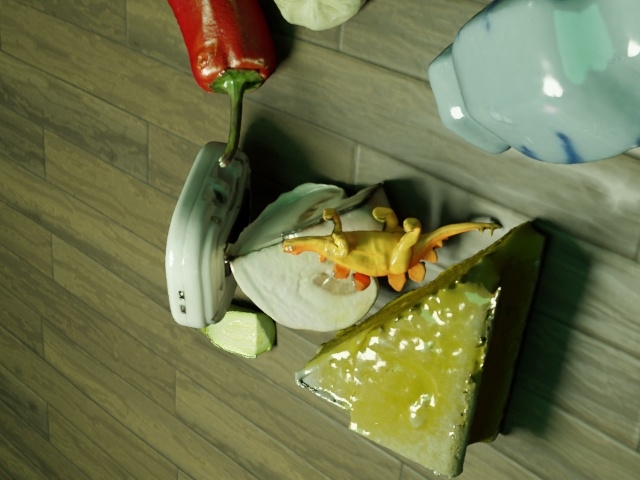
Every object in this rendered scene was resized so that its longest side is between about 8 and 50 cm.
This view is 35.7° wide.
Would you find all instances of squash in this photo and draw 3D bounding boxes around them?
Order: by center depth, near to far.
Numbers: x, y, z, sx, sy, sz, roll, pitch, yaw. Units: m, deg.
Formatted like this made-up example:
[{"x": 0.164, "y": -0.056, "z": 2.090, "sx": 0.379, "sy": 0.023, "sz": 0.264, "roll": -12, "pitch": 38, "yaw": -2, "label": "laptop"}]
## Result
[{"x": -0.172, "y": 0.145, "z": 1.729, "sx": 0.200, "sy": 0.075, "sz": 0.090, "roll": 11, "pitch": 140, "yaw": 45, "label": "squash"}]

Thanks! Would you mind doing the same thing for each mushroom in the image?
[{"x": 0.009, "y": 0.017, "z": 1.456, "sx": 0.236, "sy": 0.162, "sz": 0.173, "roll": -21, "pitch": 117, "yaw": 14, "label": "mushroom"}]

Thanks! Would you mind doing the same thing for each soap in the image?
[{"x": 0.115, "y": 0.097, "z": 1.337, "sx": 0.304, "sy": 0.169, "sz": 0.338, "roll": 23, "pitch": 122, "yaw": 27, "label": "soap"}]

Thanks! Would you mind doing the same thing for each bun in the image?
[{"x": -0.015, "y": -0.370, "z": 1.327, "sx": 0.183, "sy": 0.102, "sz": 0.183, "roll": 18, "pitch": 115, "yaw": 42, "label": "bun"}]

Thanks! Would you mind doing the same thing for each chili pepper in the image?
[{"x": -0.132, "y": -0.283, "z": 1.466, "sx": 0.134, "sy": 0.131, "sz": 0.338, "roll": -27, "pitch": 81, "yaw": 24, "label": "chili pepper"}]

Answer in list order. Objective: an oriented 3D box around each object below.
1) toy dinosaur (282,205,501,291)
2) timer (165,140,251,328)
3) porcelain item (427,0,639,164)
[{"x": 0.093, "y": 0.016, "z": 1.329, "sx": 0.288, "sy": 0.070, "sz": 0.117, "roll": -3, "pitch": 129, "yaw": 3, "label": "toy dinosaur"}, {"x": -0.164, "y": -0.007, "z": 1.529, "sx": 0.087, "sy": 0.262, "sz": 0.237, "roll": 10, "pitch": 138, "yaw": 5, "label": "timer"}, {"x": 0.267, "y": -0.196, "z": 0.955, "sx": 0.178, "sy": 0.242, "sz": 0.405, "roll": 52, "pitch": 162, "yaw": -12, "label": "porcelain item"}]
